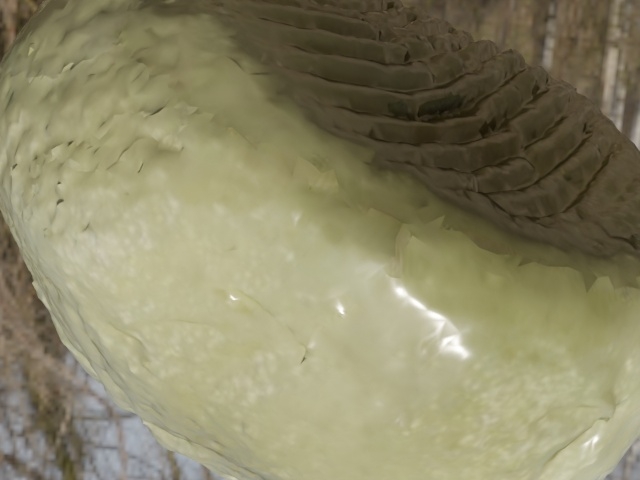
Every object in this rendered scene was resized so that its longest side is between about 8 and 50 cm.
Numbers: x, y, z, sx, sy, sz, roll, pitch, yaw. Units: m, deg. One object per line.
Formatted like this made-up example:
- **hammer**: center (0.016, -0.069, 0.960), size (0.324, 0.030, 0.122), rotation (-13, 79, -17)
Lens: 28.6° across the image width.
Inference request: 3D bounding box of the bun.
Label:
- **bun**: center (0.000, 0.000, 0.612), size (0.352, 0.227, 0.349), rotation (38, -157, 19)
